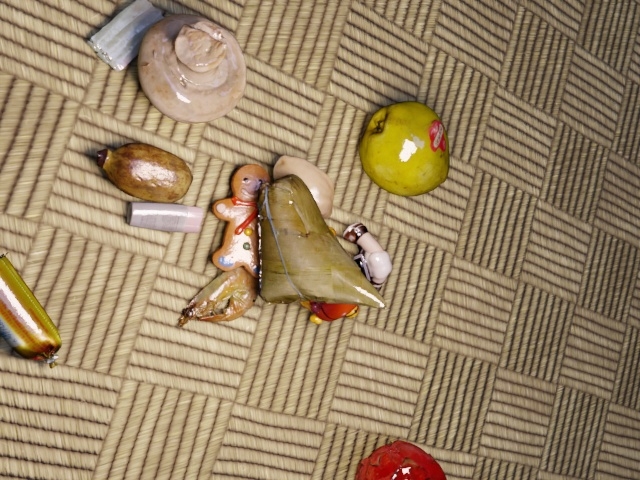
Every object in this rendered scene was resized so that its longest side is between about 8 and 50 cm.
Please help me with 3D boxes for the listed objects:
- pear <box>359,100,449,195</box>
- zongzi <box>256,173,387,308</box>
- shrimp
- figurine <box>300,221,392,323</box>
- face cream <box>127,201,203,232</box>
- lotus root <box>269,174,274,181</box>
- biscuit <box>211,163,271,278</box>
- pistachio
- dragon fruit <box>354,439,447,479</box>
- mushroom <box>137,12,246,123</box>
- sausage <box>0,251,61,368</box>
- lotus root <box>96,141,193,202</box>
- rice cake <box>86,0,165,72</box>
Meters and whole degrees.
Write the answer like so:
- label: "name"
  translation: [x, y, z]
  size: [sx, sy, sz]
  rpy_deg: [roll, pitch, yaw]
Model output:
- label: "pear"
  translation: [0.282, -0.274, 2.087]
  size: [0.375, 0.287, 0.287]
  rpy_deg: [38, 72, -44]
- label: "zongzi"
  translation: [0.000, 0.000, 1.742]
  size: [0.174, 0.393, 0.356]
  rpy_deg: [-15, 104, -52]
- label: "shrimp"
  translation: [-0.290, 0.177, 1.886]
  size: [0.267, 0.061, 0.145]
  rpy_deg: [-32, 115, -27]
- label: "figurine"
  translation: [0.058, 0.116, 1.999]
  size: [0.323, 0.196, 0.320]
  rpy_deg: [-31, 114, -26]
- label: "face cream"
  translation: [-0.425, -0.065, 1.803]
  size: [0.198, 0.057, 0.084]
  rpy_deg: [5, 120, -30]
- label: "lotus root"
  translation: [-0.100, -0.109, 1.979]
  size: [0.183, 0.078, 0.204]
  rpy_deg: [30, 72, -14]
- label: "biscuit"
  translation: [-0.209, -0.062, 1.874]
  size: [0.205, 0.049, 0.324]
  rpy_deg: [11, 83, -16]
- label: "pistachio"
  translation: [-0.045, -0.153, 1.901]
  size: [0.152, 0.126, 0.223]
  rpy_deg: [-36, 95, 10]
- label: "dragon fruit"
  translation: [0.253, 0.786, 2.058]
  size: [0.295, 0.301, 0.296]
  rpy_deg: [-4, 98, -26]
- label: "mushroom"
  translation: [-0.323, -0.456, 1.727]
  size: [0.297, 0.290, 0.298]
  rpy_deg: [0, 91, -28]
- label: "sausage"
  translation: [-0.734, 0.183, 1.607]
  size: [0.125, 0.117, 0.317]
  rpy_deg: [-33, 108, -9]
- label: "lotus root"
  translation: [-0.466, -0.183, 1.737]
  size: [0.260, 0.128, 0.145]
  rpy_deg: [16, 111, -31]
- label: "rice cake"
  translation: [-0.513, -0.554, 1.766]
  size: [0.124, 0.038, 0.211]
  rpy_deg: [44, 71, -22]
